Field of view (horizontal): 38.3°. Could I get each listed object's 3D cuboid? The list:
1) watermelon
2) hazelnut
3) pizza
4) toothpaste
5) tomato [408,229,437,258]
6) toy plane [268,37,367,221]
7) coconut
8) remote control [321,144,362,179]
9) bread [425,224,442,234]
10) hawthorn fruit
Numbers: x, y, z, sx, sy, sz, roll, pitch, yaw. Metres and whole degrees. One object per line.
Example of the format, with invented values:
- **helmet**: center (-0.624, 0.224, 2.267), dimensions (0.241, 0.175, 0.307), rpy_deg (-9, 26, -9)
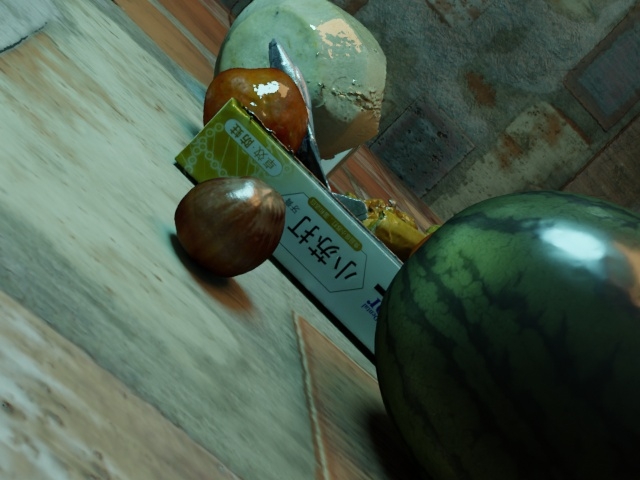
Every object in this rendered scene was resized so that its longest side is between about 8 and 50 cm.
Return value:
- **watermelon**: center (0.208, 0.126, 0.700), dimensions (0.359, 0.279, 0.279), rpy_deg (49, 10, 9)
- **hazelnut**: center (-0.066, -0.014, 0.691), dimensions (0.086, 0.086, 0.086), rpy_deg (44, 9, -9)
- **pizza**: center (0.134, -0.014, 1.573), dimensions (0.182, 0.074, 0.365), rpy_deg (44, 9, 25)
- **toothpaste**: center (0.000, 0.000, 0.903), dimensions (0.313, 0.089, 0.071), rpy_deg (45, 2, -4)
- **tomato**: center (0.250, 0.075, 1.404), dimensions (0.260, 0.180, 0.260), rpy_deg (43, 8, -7)
- **toy plane**: center (-0.032, -0.128, 1.164), dimensions (0.212, 0.088, 0.267), rpy_deg (76, -10, -81)
- **coconut**: center (-0.020, -0.230, 1.344), dimensions (0.245, 0.245, 0.247), rpy_deg (48, 17, 16)
- **remote control**: center (-0.054, -0.235, 1.613), dimensions (0.277, 0.103, 0.055), rpy_deg (47, 11, 10)
- **bread**: center (0.282, 0.059, 1.885), dimensions (0.098, 0.087, 0.269), rpy_deg (38, 13, -36)
- **hawthorn fruit**: center (-0.080, -0.131, 1.058), dimensions (0.125, 0.140, 0.125), rpy_deg (16, -15, 4)
